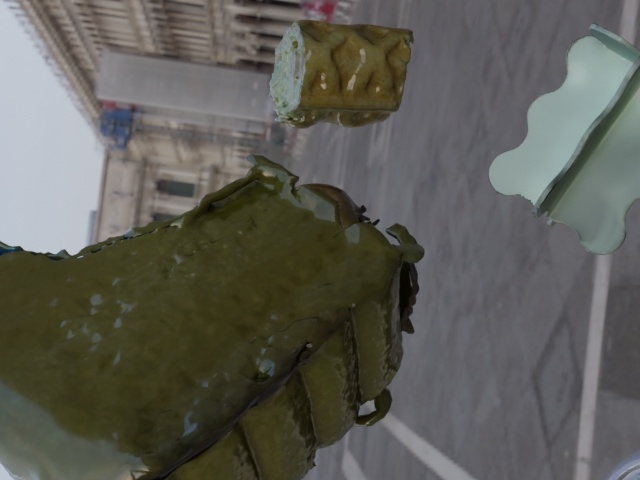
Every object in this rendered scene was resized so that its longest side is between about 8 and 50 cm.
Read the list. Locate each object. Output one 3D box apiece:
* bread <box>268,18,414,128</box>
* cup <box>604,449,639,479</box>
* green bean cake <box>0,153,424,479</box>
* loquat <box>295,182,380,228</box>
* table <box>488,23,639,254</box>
[{"bbox_3d":[0.039,-0.332,2.005,0.196,0.252,0.238,-139,58,-63],"label":"bread"},{"bbox_3d":[0.512,0.398,1.316,0.212,0.317,0.212,-26,50,36],"label":"cup"},{"bbox_3d":[-0.108,0.080,0.726,0.285,0.310,0.202,36,150,35],"label":"green bean cake"},{"bbox_3d":[-0.001,0.001,1.709,0.213,0.213,0.213,-172,90,-86],"label":"loquat"},{"bbox_3d":[0.292,-0.101,1.052,0.198,0.166,0.166,-57,8,8],"label":"table"}]
